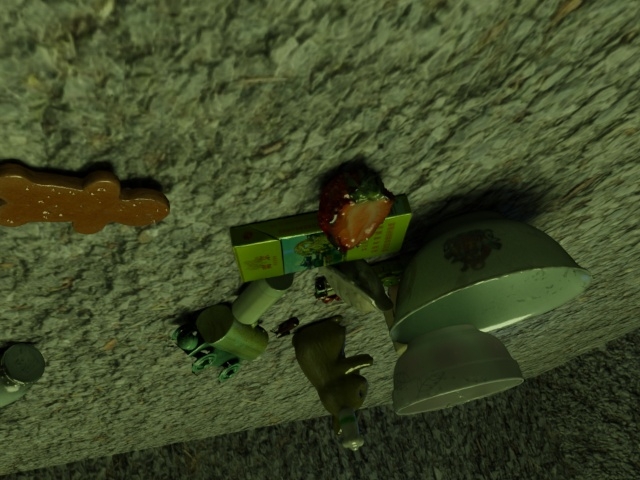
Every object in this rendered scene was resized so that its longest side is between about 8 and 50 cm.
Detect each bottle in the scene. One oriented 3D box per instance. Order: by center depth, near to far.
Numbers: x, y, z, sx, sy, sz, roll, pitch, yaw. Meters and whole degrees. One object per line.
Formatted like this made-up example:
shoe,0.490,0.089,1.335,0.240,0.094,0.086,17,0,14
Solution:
bottle,-0.128,0.116,1.483,0.072,0.072,0.201,-1,154,-28

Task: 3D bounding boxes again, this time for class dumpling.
dumpling,0.075,0.087,1.433,0.092,0.176,0.150,-36,-176,-7

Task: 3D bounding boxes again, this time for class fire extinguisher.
fire extinguisher,-0.097,0.246,1.843,0.032,0.046,0.100,21,140,-34

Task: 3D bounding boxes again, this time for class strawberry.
strawberry,0.052,-0.057,1.156,0.140,0.085,0.192,-38,155,9

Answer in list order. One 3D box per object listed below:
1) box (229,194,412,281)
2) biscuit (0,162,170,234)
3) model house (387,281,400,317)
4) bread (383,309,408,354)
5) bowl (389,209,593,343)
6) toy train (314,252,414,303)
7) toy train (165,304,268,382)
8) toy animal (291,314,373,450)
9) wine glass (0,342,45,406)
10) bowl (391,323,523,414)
box,0.000,0.000,1.317,0.334,0.047,0.187,-11,158,-5
biscuit,-0.344,-0.060,0.992,0.249,0.036,0.165,3,153,-27
model house,0.298,0.182,1.737,0.166,0.183,0.172,-29,151,36
bread,0.260,0.237,1.905,0.134,0.141,0.148,-30,154,26
bowl,0.330,0.060,1.451,0.434,0.196,0.435,-11,158,-5
toy train,0.103,0.090,1.585,0.249,0.053,0.085,-15,150,5
toy train,-0.247,0.240,1.688,0.189,0.126,0.307,-47,155,-3
toy animal,0.063,0.394,1.915,0.180,0.363,0.181,-25,164,-12
wine glass,-0.720,0.316,1.563,0.111,0.111,0.204,11,143,-46
bowl,0.284,0.277,1.493,0.286,0.144,0.287,-12,158,-5
